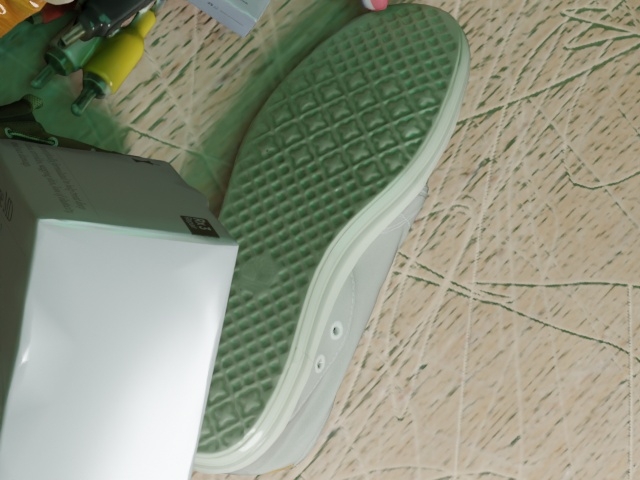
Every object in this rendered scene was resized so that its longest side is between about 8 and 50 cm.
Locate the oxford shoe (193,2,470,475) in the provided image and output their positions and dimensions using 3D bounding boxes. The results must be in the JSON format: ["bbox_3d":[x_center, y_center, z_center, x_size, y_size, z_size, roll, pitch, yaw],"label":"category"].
[{"bbox_3d":[0.000,0.000,1.544,0.449,0.169,0.130,-65,150,-15],"label":"oxford shoe"}]

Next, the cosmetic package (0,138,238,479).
[{"bbox_3d":[-0.191,0.137,1.377,0.156,0.217,0.385,5,104,-21],"label":"cosmetic package"}]

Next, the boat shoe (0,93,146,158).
[{"bbox_3d":[-0.254,-0.072,1.467,0.257,0.095,0.095,22,72,-27],"label":"boat shoe"}]

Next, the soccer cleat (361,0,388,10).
[{"bbox_3d":[0.126,-0.280,1.600,0.248,0.083,0.095,-24,123,-27],"label":"soccer cleat"}]

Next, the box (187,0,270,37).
[{"bbox_3d":[-0.076,-0.281,1.508,0.145,0.038,0.186,33,63,-9],"label":"box"}]

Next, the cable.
[{"bbox_3d":[-0.142,-0.231,1.529,0.287,0.072,0.139,-39,87,-27],"label":"cable"}]

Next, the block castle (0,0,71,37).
[{"bbox_3d":[-0.349,-0.328,1.283,0.453,0.303,0.213,42,43,-21],"label":"block castle"}]
